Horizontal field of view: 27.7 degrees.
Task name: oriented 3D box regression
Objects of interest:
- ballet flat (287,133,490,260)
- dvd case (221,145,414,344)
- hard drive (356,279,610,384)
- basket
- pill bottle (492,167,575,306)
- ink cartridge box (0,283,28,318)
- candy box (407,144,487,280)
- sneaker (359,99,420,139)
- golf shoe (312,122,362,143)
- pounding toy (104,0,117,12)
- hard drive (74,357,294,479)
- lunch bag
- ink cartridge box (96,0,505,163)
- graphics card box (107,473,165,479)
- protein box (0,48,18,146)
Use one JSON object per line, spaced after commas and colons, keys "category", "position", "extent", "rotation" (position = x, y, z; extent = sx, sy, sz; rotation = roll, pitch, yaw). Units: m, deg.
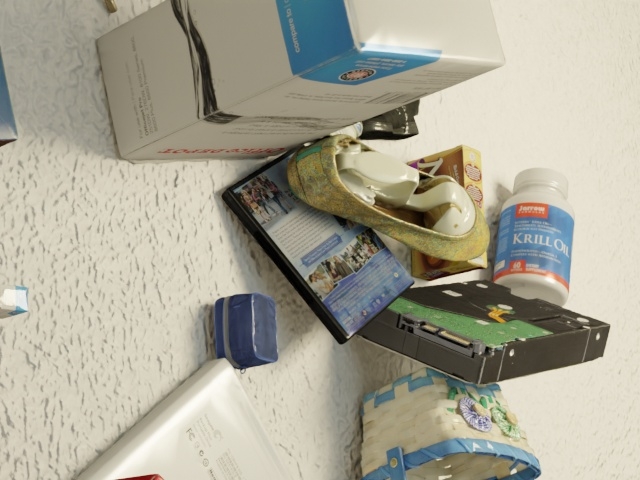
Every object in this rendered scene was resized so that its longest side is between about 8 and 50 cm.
{"category": "ballet flat", "position": [0.121, -0.059, 1.775], "extent": [0.348, 0.123, 0.123], "rotation": [19, 63, -28]}
{"category": "dvd case", "position": [0.000, 0.000, 1.738], "extent": [0.253, 0.022, 0.180], "rotation": [51, 43, 2]}
{"category": "hard drive", "position": [0.231, 0.127, 1.862], "extent": [0.339, 0.237, 0.064], "rotation": [-3, 108, -50]}
{"category": "basket", "position": [0.177, 0.327, 1.754], "extent": [0.255, 0.201, 0.289], "rotation": [17, 56, -46]}
{"category": "pill bottle", "position": [0.351, -0.003, 2.123], "extent": [0.124, 0.124, 0.221], "rotation": [34, 54, -38]}
{"category": "ink cartridge box", "position": [-0.353, 0.061, 1.352], "extent": [0.083, 0.048, 0.028], "rotation": [11, 69, -47]}
{"category": "candy box", "position": [0.191, -0.041, 1.962], "extent": [0.053, 0.109, 0.186], "rotation": [15, 67, -45]}
{"category": "sneaker", "position": [0.102, -0.199, 1.960], "extent": [0.170, 0.051, 0.089], "rotation": [-3, 80, -54]}
{"category": "golf shoe", "position": [-0.010, -0.182, 1.815], "extent": [0.176, 0.069, 0.086], "rotation": [44, 55, -30]}
{"category": "pounding toy", "position": [-0.285, -0.362, 1.549], "extent": [0.141, 0.100, 0.130], "rotation": [9, 71, -36]}
{"category": "hard drive", "position": [-0.167, 0.324, 1.483], "extent": [0.353, 0.047, 0.233], "rotation": [-41, 109, -48]}
{"category": "lunch bag", "position": [-0.096, 0.117, 1.618], "extent": [0.067, 0.065, 0.098], "rotation": [28, 55, -59]}
{"category": "ink cartridge box", "position": [-0.030, -0.226, 1.552], "extent": [0.285, 0.395, 0.166], "rotation": [-5, 79, -50]}
{"category": "graphics card box", "position": [-0.141, 0.383, 1.277], "extent": [0.371, 0.233, 0.094], "rotation": [52, 45, -24]}
{"category": "protein box", "position": [-0.433, -0.173, 1.270], "extent": [0.201, 0.136, 0.199], "rotation": [-8, 84, -50]}
